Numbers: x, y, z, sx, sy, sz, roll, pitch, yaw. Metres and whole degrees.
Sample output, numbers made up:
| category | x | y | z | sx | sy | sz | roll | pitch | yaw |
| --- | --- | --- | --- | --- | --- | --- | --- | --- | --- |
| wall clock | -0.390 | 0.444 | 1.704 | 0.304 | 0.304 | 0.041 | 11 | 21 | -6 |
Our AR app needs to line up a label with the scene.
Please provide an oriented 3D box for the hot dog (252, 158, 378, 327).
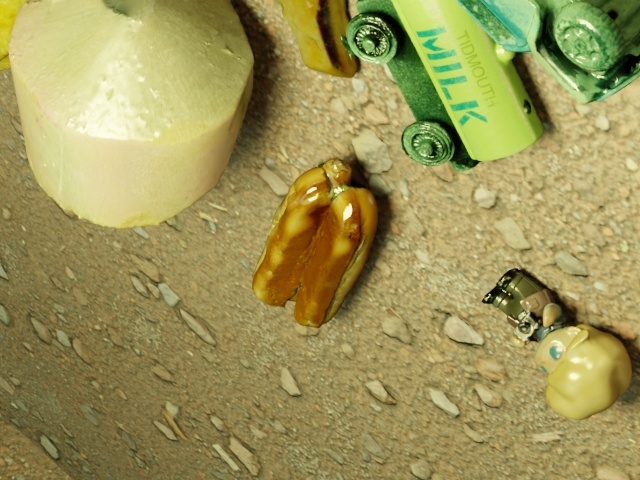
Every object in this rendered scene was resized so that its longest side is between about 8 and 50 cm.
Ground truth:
| category | x | y | z | sx | sy | sz | roll | pitch | yaw |
| --- | --- | --- | --- | --- | --- | --- | --- | --- | --- |
| hot dog | 0.000 | 0.000 | 1.820 | 0.135 | 0.100 | 0.337 | 32 | 147 | 6 |

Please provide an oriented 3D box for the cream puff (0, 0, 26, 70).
| category | x | y | z | sx | sy | sz | roll | pitch | yaw |
| --- | --- | --- | --- | --- | --- | --- | --- | --- | --- |
| cream puff | -0.444 | -0.318 | 1.772 | 0.257 | 0.324 | 0.291 | 27 | 122 | -22 |

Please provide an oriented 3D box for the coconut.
| category | x | y | z | sx | sy | sz | roll | pitch | yaw |
| --- | --- | --- | --- | --- | --- | --- | --- | --- | --- |
| coconut | -0.224 | -0.193 | 1.690 | 0.297 | 0.297 | 0.309 | 38 | 149 | 13 |

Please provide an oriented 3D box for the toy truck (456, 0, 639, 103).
| category | x | y | z | sx | sy | sz | roll | pitch | yaw |
| --- | --- | --- | --- | --- | --- | --- | --- | --- | --- |
| toy truck | 0.201 | -0.260 | 1.258 | 0.279 | 0.155 | 0.156 | 46 | 157 | -1 |

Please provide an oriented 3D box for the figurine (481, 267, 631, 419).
| category | x | y | z | sx | sy | sz | roll | pitch | yaw |
| --- | --- | --- | --- | --- | --- | --- | --- | --- | --- |
| figurine | 0.276 | 0.118 | 1.636 | 0.196 | 0.108 | 0.114 | 46 | 126 | 12 |

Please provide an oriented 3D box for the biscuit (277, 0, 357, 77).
| category | x | y | z | sx | sy | sz | roll | pitch | yaw |
| --- | --- | --- | --- | --- | --- | --- | --- | --- | --- |
| biscuit | -0.043 | -0.280 | 1.615 | 0.183 | 0.039 | 0.174 | 23 | 143 | 32 |

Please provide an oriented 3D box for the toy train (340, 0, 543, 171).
| category | x | y | z | sx | sy | sz | roll | pitch | yaw |
| --- | --- | --- | --- | --- | --- | --- | --- | --- | --- |
| toy train | 0.136 | -0.186 | 1.466 | 0.157 | 0.105 | 0.253 | -10 | 121 | 38 |
